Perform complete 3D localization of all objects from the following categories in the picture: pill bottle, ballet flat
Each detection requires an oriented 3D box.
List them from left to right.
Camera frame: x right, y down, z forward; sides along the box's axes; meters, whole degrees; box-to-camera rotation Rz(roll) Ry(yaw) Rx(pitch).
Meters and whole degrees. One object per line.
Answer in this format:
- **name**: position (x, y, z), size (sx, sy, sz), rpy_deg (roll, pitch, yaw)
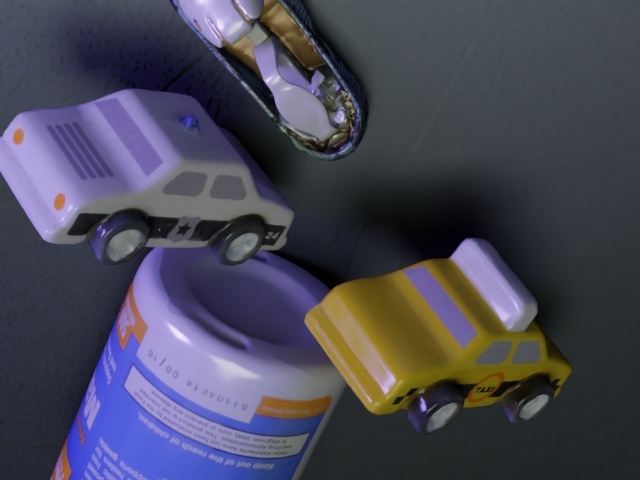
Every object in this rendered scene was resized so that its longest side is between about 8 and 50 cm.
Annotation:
- **pill bottle**: position (-0.092, 0.146, 1.100), size (0.152, 0.152, 0.272), rpy_deg (21, 116, -9)
- **ballet flat**: position (-0.035, -0.121, 1.008), size (0.070, 0.070, 0.188), rpy_deg (-38, 110, 19)

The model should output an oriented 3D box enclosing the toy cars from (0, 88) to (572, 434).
- **toy cars**: position (0.000, 0.000, 1.004), size (0.393, 0.176, 0.087), rpy_deg (29, 118, -13)
